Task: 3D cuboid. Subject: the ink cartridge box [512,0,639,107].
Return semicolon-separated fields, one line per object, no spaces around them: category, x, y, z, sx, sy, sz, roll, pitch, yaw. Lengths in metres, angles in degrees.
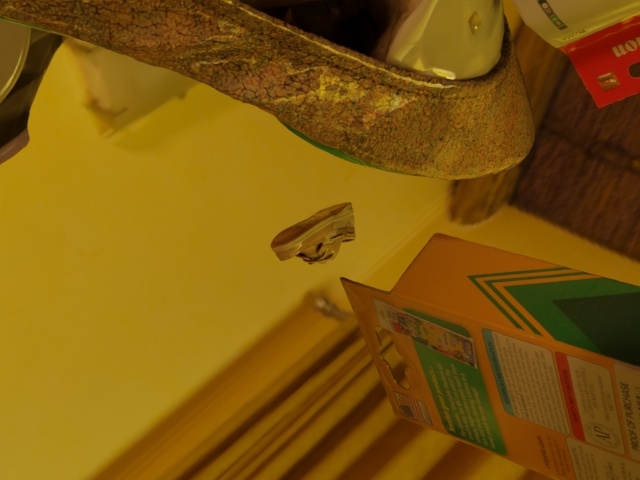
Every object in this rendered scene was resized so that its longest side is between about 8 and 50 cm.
ink cartridge box;0.309;-0.246;1.133;0.181;0.056;0.225;-19;-67;41

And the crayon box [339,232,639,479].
crayon box;0.189;0.112;0.916;0.323;0.083;0.203;16;-37;36

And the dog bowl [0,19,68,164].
dog bowl;-0.434;-0.231;1.127;0.102;0.349;0.349;20;-39;54

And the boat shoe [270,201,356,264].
boat shoe;0.000;0.000;1.320;0.063;0.170;0.059;-14;-81;33

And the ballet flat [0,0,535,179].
ballet flat;-0.009;-0.098;0.382;0.106;0.316;0.107;-41;-129;40
